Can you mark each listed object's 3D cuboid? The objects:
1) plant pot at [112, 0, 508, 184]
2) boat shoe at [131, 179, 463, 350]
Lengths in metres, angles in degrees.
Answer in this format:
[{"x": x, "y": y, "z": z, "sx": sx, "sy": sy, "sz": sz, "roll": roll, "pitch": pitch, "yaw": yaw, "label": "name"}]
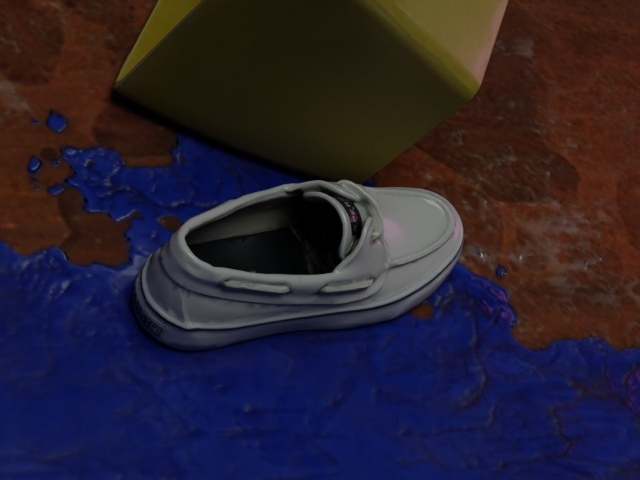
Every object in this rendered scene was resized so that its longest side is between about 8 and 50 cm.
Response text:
[{"x": 0.013, "y": -0.167, "z": 1.361, "sx": 0.187, "sy": 0.212, "sz": 0.212, "roll": 37, "pitch": 44, "yaw": -17, "label": "plant pot"}, {"x": 0.000, "y": 0.000, "z": 1.287, "sx": 0.267, "sy": 0.088, "sz": 0.096, "roll": -8, "pitch": 60, "yaw": -35, "label": "boat shoe"}]
